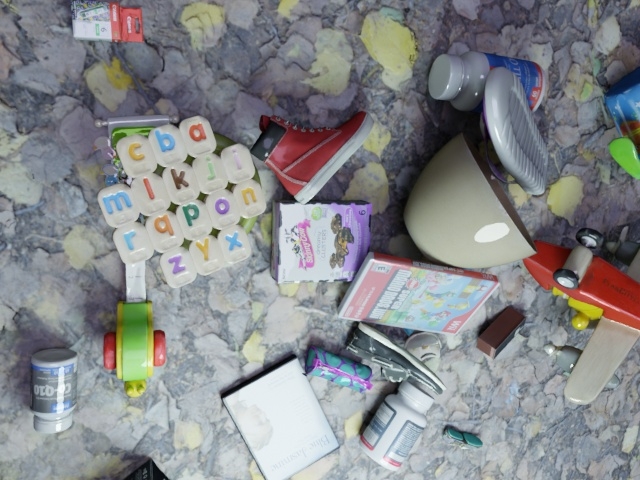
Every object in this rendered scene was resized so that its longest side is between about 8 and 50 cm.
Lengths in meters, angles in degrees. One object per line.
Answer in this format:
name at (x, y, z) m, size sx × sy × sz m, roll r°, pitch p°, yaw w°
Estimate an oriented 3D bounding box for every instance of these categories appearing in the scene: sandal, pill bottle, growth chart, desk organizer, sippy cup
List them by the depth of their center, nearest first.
pill bottle at (-0.489, 0.275, 0.996) m, size 0.078 × 0.078 × 0.137 m, roll 2°, pitch 99°, yaw -19°
growth chart at (-0.318, -0.122, 1.017) m, size 0.172 × 0.021 × 0.237 m, roll -16°, pitch 103°, yaw -14°
sandal at (0.386, -0.195, 1.128) m, size 0.416 × 0.102 × 0.169 m, roll 33°, pitch 62°, yaw -51°
pill bottle at (0.347, -0.330, 1.146) m, size 0.222 × 0.124 × 0.124 m, roll 2°, pitch 99°, yaw -19°
pill bottle at (0.176, 0.411, 1.223) m, size 0.108 × 0.108 × 0.180 m, roll 34°, pitch 88°, yaw -20°
sippy cup at (0.794, -0.295, 1.260) m, size 0.240 × 0.305 × 0.224 m, roll -32°, pitch 100°, yaw 35°
desk organizer at (0.435, 0.221, 1.307) m, size 0.130 × 0.050 × 0.047 m, roll -37°, pitch 143°, yaw -25°

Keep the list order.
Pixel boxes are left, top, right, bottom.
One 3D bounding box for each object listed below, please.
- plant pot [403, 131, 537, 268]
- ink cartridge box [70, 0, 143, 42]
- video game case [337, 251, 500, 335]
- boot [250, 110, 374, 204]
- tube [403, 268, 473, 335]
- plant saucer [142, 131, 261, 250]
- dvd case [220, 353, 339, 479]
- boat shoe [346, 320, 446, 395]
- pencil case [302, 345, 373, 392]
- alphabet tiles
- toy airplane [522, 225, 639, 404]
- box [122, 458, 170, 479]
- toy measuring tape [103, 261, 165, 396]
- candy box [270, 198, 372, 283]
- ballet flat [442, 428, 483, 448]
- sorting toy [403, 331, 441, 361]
plant pot at (0.285, -0.053, 1.121) m, size 0.191 × 0.284 × 0.284 m, roll -32°, pitch 110°, yaw 22°
ink cartridge box at (-0.372, -0.382, 0.949) m, size 0.115 × 0.029 × 0.062 m, roll -3°, pitch 100°, yaw -17°
video game case at (0.200, 0.119, 1.142) m, size 0.285 × 0.025 × 0.204 m, roll 10°, pitch 136°, yaw -14°
boot at (-0.017, -0.212, 1.057) m, size 0.176 × 0.088 × 0.244 m, roll 45°, pitch 66°, yaw -7°
tube at (0.255, 0.124, 1.237) m, size 0.207 × 0.052 × 0.080 m, roll -41°, pitch 104°, yaw -1°
plant saucer at (-0.216, -0.087, 1.024) m, size 0.241 × 0.037 × 0.240 m, roll -3°, pitch 96°, yaw -27°
dvd case at (-0.083, 0.396, 1.181) m, size 0.180 × 0.022 × 0.253 m, roll -27°, pitch 107°, yaw -12°
boat shoe at (0.166, 0.271, 1.187) m, size 0.233 × 0.084 × 0.079 m, roll 33°, pitch 90°, yaw 5°
pencil case at (0.038, 0.281, 1.176) m, size 0.152 × 0.070 × 0.064 m, roll 24°, pitch 91°, yaw -21°
alphabet tiles at (-0.241, -0.070, 0.979) m, size 0.284 × 0.021 × 0.278 m, roll -24°, pitch 106°, yaw -24°
toy airplane at (0.697, 0.158, 1.269) m, size 0.386 × 0.272 × 0.384 m, roll -10°, pitch 70°, yaw -3°
box at (-0.373, 0.571, 1.069) m, size 0.207 × 0.108 × 0.153 m, roll -35°, pitch 108°, yaw -9°
toy measuring tape at (-0.340, 0.142, 0.995) m, size 0.121 × 0.121 × 0.330 m, roll 0°, pitch 103°, yaw -18°
candy box at (0.000, 0.000, 1.115) m, size 0.196 × 0.070 × 0.164 m, roll -1°, pitch 100°, yaw -18°
ballet flat at (0.345, 0.492, 1.335) m, size 0.114 × 0.041 × 0.041 m, roll 24°, pitch 91°, yaw -20°
sorting toy at (0.241, 0.250, 1.252) m, size 0.083 × 0.045 × 0.075 m, roll -16°, pitch 122°, yaw 15°
